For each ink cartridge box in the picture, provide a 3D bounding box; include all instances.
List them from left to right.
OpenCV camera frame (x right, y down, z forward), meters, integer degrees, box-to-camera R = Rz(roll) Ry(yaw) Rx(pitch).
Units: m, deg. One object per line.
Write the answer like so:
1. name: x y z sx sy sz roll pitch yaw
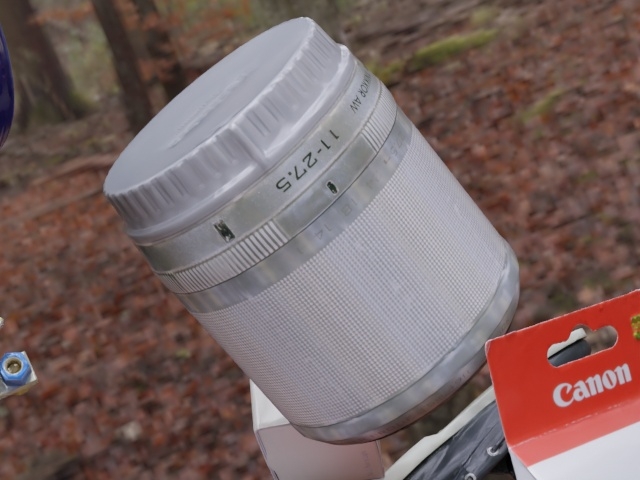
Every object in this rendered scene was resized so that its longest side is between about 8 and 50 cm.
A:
1. ink cartridge box: 0.180 0.125 0.766 0.145 0.179 0.045 -15 3 -31

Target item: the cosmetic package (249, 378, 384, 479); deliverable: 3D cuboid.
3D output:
1. cosmetic package: -0.014 0.082 1.379 0.113 0.309 0.160 -10 -34 3

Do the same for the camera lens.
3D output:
1. camera lens: 0.000 0.000 1.015 0.219 0.274 0.219 -35 20 15

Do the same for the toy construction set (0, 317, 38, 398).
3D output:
1. toy construction set: -0.452 0.167 1.284 0.327 0.215 0.151 -46 -12 -36

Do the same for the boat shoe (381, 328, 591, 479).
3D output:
1. boat shoe: 0.189 0.227 1.461 0.340 0.113 0.127 -34 -13 -26

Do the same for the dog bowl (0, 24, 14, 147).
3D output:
1. dog bowl: -0.316 -0.140 0.849 0.104 0.265 0.265 -37 14 -33
